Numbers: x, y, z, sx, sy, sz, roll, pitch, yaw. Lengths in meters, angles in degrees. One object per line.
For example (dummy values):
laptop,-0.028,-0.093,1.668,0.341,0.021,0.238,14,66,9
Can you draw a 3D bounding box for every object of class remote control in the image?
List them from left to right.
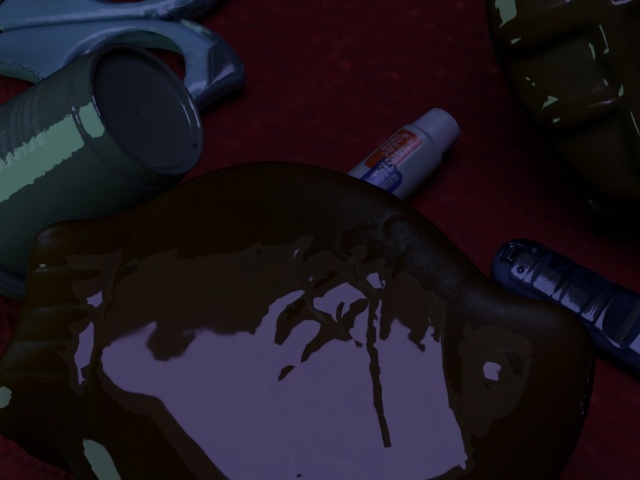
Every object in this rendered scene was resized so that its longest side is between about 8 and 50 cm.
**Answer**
remote control,0.162,0.045,0.682,0.153,0.027,0.043,30,60,17

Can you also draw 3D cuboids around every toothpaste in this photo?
toothpaste,0.000,0.000,0.717,0.218,0.033,0.052,-43,68,-16

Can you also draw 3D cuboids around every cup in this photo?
cup,-0.139,-0.043,0.671,0.141,0.120,0.120,-33,51,34

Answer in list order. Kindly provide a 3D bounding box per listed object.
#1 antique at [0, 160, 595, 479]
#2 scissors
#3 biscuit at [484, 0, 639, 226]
antique,-0.012,0.072,0.603,0.278,0.129,0.223,4,66,3
scissors,-0.229,-0.134,0.809,0.361,0.029,0.191,-3,59,0
biscuit,0.248,-0.155,0.662,0.332,0.103,0.331,2,99,15
